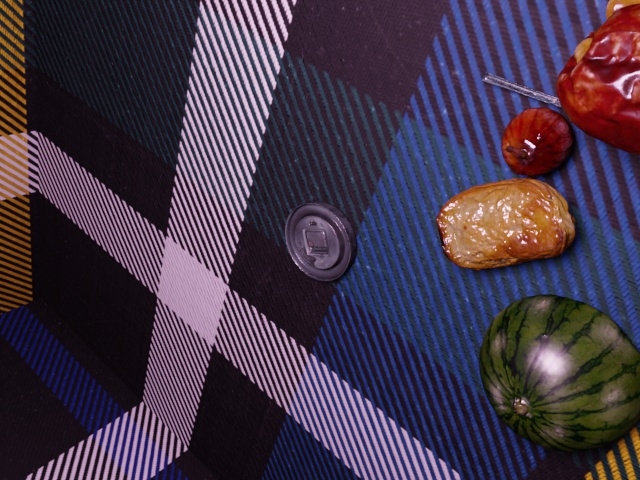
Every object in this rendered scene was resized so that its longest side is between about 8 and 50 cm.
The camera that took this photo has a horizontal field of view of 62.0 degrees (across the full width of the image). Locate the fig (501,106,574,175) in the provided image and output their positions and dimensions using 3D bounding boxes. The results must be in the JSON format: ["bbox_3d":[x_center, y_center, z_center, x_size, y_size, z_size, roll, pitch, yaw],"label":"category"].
[{"bbox_3d":[0.388,-0.180,0.958,0.128,0.150,0.129,-1,85,17],"label":"fig"}]

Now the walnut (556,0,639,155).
[{"bbox_3d":[0.514,-0.242,0.800,0.269,0.244,0.222,38,167,12],"label":"walnut"}]

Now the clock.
[{"bbox_3d":[0.000,0.000,1.401,0.214,0.042,0.215,16,118,33],"label":"clock"}]

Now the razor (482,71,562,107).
[{"bbox_3d":[0.387,-0.277,0.982,0.190,0.033,0.066,30,125,26],"label":"razor"}]

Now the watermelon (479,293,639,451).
[{"bbox_3d":[0.465,0.289,1.066,0.330,0.189,0.331,17,123,28],"label":"watermelon"}]

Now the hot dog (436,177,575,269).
[{"bbox_3d":[0.369,-0.031,1.051,0.258,0.114,0.175,-10,97,39],"label":"hot dog"}]
